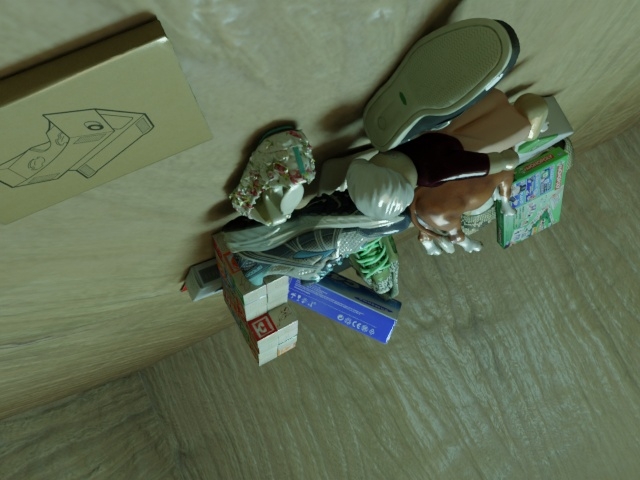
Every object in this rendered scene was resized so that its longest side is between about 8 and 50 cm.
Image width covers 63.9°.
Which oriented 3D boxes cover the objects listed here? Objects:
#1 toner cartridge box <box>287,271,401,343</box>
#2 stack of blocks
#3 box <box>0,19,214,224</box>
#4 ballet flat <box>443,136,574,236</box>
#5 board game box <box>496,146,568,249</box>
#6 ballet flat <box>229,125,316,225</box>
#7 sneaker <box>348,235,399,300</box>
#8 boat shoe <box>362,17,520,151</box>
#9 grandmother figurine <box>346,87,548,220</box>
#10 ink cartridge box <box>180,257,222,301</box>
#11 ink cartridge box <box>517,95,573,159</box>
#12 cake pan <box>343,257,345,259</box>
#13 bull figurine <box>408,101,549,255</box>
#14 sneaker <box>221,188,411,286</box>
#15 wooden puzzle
[{"bbox_3d":[0.038,0.145,1.367,0.165,0.348,0.075,-36,149,-74],"label":"toner cartridge box"},{"bbox_3d":[-0.121,0.110,0.984,0.087,0.171,0.297,-25,156,-18],"label":"stack of blocks"},{"bbox_3d":[-0.191,-0.076,0.388,0.201,0.021,0.164,-24,172,-6],"label":"box"},{"bbox_3d":[0.575,-0.188,1.635,0.483,0.164,0.182,-33,149,11],"label":"ballet flat"},{"bbox_3d":[0.654,-0.122,1.603,0.214,0.046,0.317,-27,140,-2],"label":"board game box"},{"bbox_3d":[-0.064,-0.062,0.664,0.091,0.077,0.241,-23,172,-19],"label":"ballet flat"},{"bbox_3d":[0.131,0.031,1.244,0.158,0.182,0.410,-28,150,8],"label":"sneaker"},{"bbox_3d":[0.130,-0.168,0.558,0.079,0.084,0.233,-19,178,-24],"label":"boat shoe"},{"bbox_3d":[0.165,-0.125,0.718,0.342,0.104,0.208,-31,-159,-34],"label":"grandmother figurine"},{"bbox_3d":[-0.180,0.069,1.201,0.275,0.060,0.239,-22,170,-26],"label":"ink cartridge box"},{"bbox_3d":[0.384,-0.199,1.081,0.160,0.092,0.219,-18,169,-40],"label":"ink cartridge box"},{"bbox_3d":[0.110,0.020,1.620,0.293,0.054,0.293,-31,167,-8],"label":"cake pan"},{"bbox_3d":[0.279,-0.104,0.909,0.310,0.188,0.101,-37,-146,-11],"label":"bull figurine"},{"bbox_3d":[0.000,0.000,0.779,0.283,0.122,0.110,-9,-156,15],"label":"sneaker"},{"bbox_3d":[0.091,-0.079,0.893,0.239,0.044,0.220,-18,140,-27],"label":"wooden puzzle"}]
